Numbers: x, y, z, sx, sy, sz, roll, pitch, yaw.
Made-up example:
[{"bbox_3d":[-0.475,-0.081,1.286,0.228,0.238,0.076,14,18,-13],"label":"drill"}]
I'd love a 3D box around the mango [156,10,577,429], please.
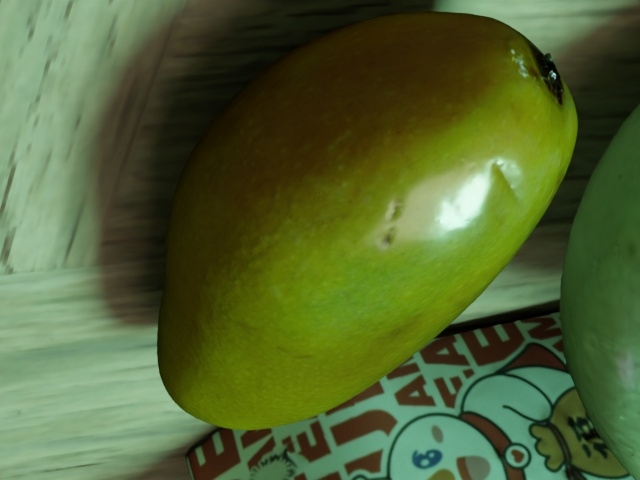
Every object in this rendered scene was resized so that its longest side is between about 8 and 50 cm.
[{"bbox_3d":[0.000,0.000,0.752,0.138,0.113,0.253,-3,149,-36],"label":"mango"}]

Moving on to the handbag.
[{"bbox_3d":[0.088,0.147,0.964,0.298,0.171,0.151,-11,146,-23],"label":"handbag"}]

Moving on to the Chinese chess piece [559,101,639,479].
[{"bbox_3d":[0.230,0.020,0.846,0.250,0.101,0.250,-10,114,-23],"label":"Chinese chess piece"}]
